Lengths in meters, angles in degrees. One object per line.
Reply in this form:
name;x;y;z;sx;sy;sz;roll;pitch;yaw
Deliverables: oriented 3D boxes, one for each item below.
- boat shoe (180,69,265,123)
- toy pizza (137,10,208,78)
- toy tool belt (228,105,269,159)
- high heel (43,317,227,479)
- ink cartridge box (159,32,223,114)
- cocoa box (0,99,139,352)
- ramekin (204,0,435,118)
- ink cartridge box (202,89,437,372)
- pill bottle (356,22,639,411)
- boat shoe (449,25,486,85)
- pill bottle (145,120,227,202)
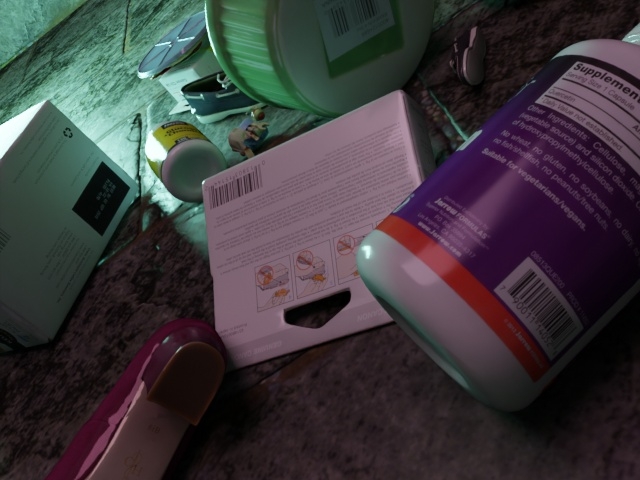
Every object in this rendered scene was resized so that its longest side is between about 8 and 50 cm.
boat shoe;-0.142;-0.282;1.296;0.255;0.079;0.095;-9;45;38
toy pizza;-0.287;-0.392;1.485;0.201;0.032;0.201;-28;33;20
toy tool belt;-0.104;-0.169;1.169;0.051;0.052;0.083;31;76;23
high heel;-0.223;0.251;0.779;0.377;0.127;0.181;-50;10;-8
ink cartridge box;-0.245;-0.351;1.487;0.115;0.067;0.198;-5;48;42
cocoa box;-0.514;-0.016;1.221;0.228;0.231;0.347;-15;41;35
ramekin;0.012;-0.313;0.997;0.303;0.303;0.148;-47;41;-9
ink cartridge box;0.000;0.000;0.852;0.296;0.066;0.261;-21;64;28
pill bottle;0.196;-0.031;0.589;0.323;0.181;0.181;-43;34;-5
boat shoe;0.188;-0.236;0.951;0.038;0.046;0.125;-17;37;31
pill bottle;-0.226;-0.136;1.191;0.103;0.103;0.184;-43;34;-3
